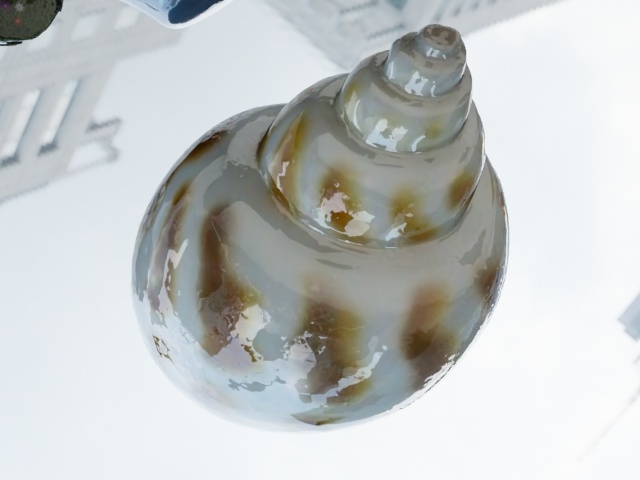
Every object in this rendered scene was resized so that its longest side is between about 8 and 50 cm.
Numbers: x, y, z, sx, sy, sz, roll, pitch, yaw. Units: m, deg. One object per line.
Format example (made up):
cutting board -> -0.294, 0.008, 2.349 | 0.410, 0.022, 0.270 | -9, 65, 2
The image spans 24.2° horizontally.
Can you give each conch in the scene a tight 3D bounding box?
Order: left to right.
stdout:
conch -> 0.000, 0.000, 0.701 | 0.148, 0.275, 0.183 | 32, -134, -29

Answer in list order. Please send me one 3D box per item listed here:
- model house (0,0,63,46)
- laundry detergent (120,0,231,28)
model house -> -0.225, -0.275, 0.843 | 0.207, 0.154, 0.294 | 1, -101, -30
laundry detergent -> -0.101, -0.167, 0.639 | 0.289, 0.094, 0.143 | 7, -102, 6
